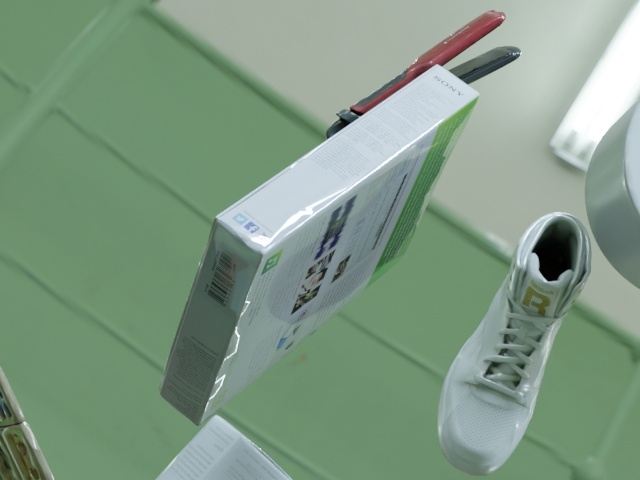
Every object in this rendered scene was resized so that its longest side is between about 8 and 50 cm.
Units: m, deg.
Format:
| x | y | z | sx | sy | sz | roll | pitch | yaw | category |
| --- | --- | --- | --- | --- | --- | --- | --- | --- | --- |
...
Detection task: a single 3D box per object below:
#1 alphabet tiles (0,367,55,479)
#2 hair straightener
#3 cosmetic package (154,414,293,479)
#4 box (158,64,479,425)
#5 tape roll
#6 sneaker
| x | y | z | sx | sy | sz | roll | pitch | yaw | category |
| --- | --- | --- | --- | --- | --- | --- | --- | --- | --- |
| -0.312 | 0.173 | 1.472 | 0.285 | 0.011 | 0.342 | -19 | -83 | 60 | alphabet tiles |
| 0.101 | -0.127 | 1.592 | 0.089 | 0.230 | 0.047 | 60 | -14 | -24 | hair straightener |
| -0.144 | 0.297 | 1.693 | 0.085 | 0.231 | 0.117 | 44 | -8 | -16 | cosmetic package |
| 0.000 | 0.000 | 1.456 | 0.058 | 0.322 | 0.232 | 39 | -44 | 17 | box |
| 0.420 | -0.061 | 1.753 | 0.246 | 0.246 | 0.169 | 33 | -12 | 2 | tape roll |
| 0.211 | 0.101 | 1.796 | 0.108 | 0.292 | 0.169 | 21 | -30 | 8 | sneaker |
